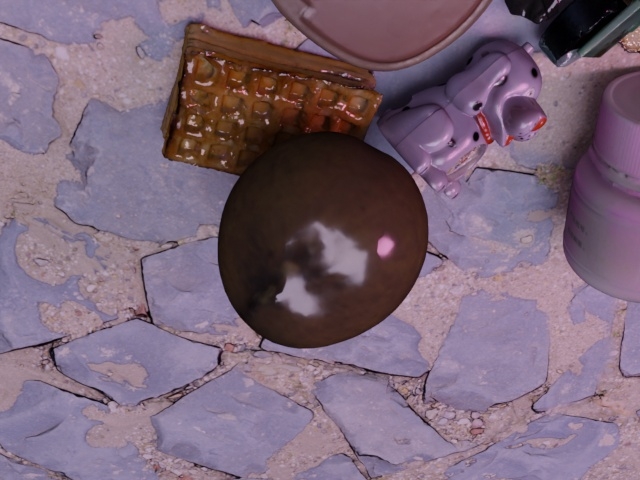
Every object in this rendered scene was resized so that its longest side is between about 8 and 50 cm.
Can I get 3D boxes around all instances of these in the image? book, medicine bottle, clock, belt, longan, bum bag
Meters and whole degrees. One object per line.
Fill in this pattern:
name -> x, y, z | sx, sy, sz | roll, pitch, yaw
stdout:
book -> 0.443, -0.315, 1.091 | 0.135, 0.017, 0.103 | -43, 165, 34
medicine bottle -> 0.541, -0.087, 1.224 | 0.256, 0.256, 0.325 | -5, 127, -1
clock -> 0.236, -0.201, 1.171 | 0.254, 0.189, 0.189 | -38, 124, 15
belt -> 0.385, -0.318, 1.114 | 0.105, 0.058, 0.140 | -21, 162, -40
longan -> 0.000, 0.000, 1.097 | 0.319, 0.319, 0.319 | -3, 130, -3
bum bag -> 0.352, -0.389, 1.072 | 0.198, 0.087, 0.049 | -39, 155, 25

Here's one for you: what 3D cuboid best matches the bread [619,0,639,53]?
bread -> 0.500, -0.354, 1.135 | 0.126, 0.044, 0.129 | -22, 132, 22

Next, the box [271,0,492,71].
box -> 0.067, -0.395, 0.946 | 0.301, 0.216, 0.301 | -4, 132, -4

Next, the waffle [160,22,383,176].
waffle -> -0.082, -0.198, 1.179 | 0.308, 0.091, 0.213 | 11, 128, -16
